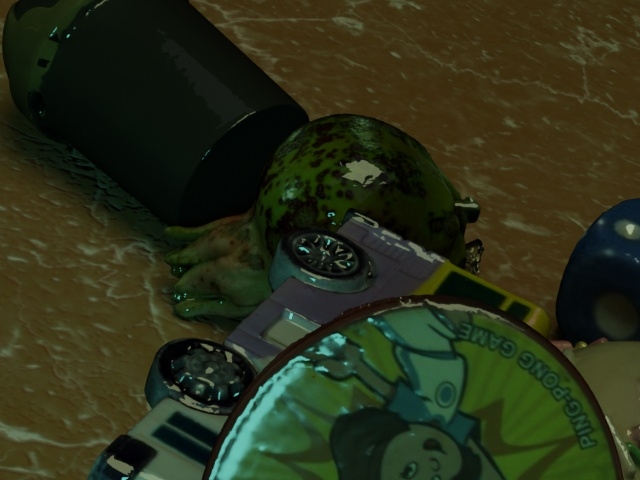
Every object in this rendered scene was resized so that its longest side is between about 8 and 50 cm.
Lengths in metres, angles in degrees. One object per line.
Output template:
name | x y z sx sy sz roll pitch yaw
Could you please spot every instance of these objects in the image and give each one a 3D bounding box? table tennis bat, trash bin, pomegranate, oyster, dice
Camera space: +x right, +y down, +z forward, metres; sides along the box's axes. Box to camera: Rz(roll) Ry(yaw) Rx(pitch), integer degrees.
table tennis bat | 0.038 0.235 1.090 0.268 0.415 0.051 18 4 -3
trash bin | -0.183 -0.160 1.768 0.214 0.214 0.334 -19 50 -43
pomegranate | 0.002 0.010 1.610 0.276 0.222 0.204 -31 37 -16
oyster | 0.122 0.028 1.781 0.086 0.029 0.132 17 34 2
dice | 0.328 0.052 1.729 0.146 0.143 0.146 33 36 26

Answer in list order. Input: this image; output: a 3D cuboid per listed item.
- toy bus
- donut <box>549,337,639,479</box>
toy bus | -0.002 0.179 1.329 0.249 0.209 0.440 27 32 13
donut | 0.252 0.236 1.263 0.382 0.142 0.383 33 41 -34
